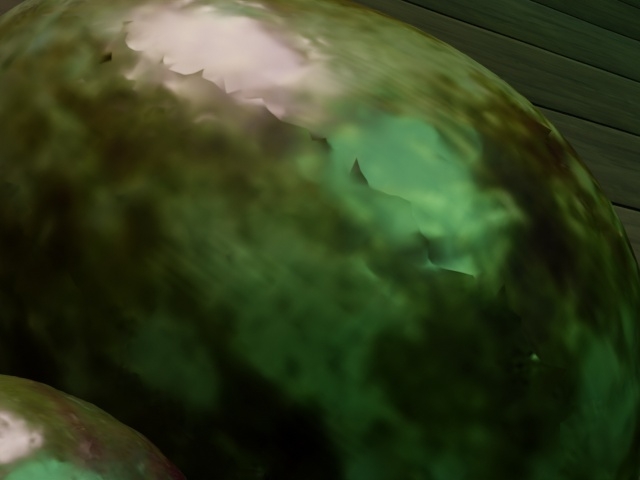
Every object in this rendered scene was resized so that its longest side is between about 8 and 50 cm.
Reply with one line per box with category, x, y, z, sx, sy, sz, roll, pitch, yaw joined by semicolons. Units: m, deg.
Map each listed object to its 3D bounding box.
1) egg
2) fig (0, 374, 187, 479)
egg;-0.018;0.028;0.606;0.289;0.238;0.238;39;20;0
fig;-0.118;0.090;0.499;0.149;0.149;0.245;18;10;-33
